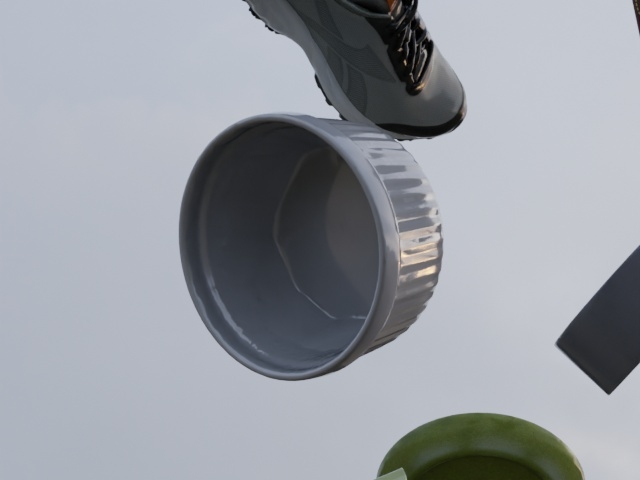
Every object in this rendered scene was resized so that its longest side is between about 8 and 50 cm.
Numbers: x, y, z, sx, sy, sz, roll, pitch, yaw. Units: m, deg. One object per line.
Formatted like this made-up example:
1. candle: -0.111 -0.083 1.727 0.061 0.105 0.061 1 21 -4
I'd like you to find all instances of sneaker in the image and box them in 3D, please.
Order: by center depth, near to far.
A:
1. sneaker: 0.042 -0.169 1.414 0.108 0.100 0.271 -3 -33 41

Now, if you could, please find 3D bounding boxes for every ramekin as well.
1. ramekin: 0.000 0.000 1.369 0.207 0.207 0.109 -16 -4 40

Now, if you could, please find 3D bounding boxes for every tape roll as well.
1. tape roll: 0.315 0.041 1.626 0.072 0.219 0.219 43 -17 10

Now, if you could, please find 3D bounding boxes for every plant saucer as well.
1. plant saucer: 0.182 0.296 1.999 0.241 0.037 0.241 3 -53 4

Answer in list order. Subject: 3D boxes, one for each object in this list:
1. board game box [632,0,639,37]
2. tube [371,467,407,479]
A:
1. board game box: 0.333 -0.181 1.441 0.145 0.281 0.027 -16 -13 30
2. tube: 0.081 0.346 1.684 0.062 0.240 0.070 -24 -8 27
